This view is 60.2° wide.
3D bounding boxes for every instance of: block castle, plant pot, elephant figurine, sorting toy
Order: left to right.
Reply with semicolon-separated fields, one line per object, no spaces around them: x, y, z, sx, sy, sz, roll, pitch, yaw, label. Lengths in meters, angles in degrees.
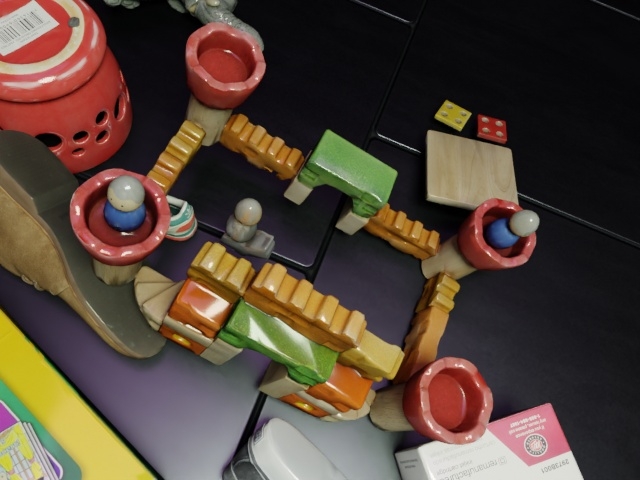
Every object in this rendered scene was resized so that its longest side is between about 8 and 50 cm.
-0.345;-0.203;0.695;0.190;0.174;0.191;4;67;-10;plant pot
-0.199;-0.404;0.840;0.239;0.186;0.169;7;21;-19;elephant figurine
0.000;0.000;0.601;0.453;0.213;0.303;30;62;-9;block castle
0.213;-0.095;0.810;0.132;0.046;0.275;12;53;-5;sorting toy

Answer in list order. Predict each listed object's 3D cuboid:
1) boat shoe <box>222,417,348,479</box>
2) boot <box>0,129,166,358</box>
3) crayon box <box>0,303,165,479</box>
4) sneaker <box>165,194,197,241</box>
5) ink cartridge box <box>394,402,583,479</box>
0.016;0.329;0.564;0.301;0.108;0.102;44;101;10;boat shoe
-0.301;0.024;0.655;0.305;0.115;0.112;52;24;0;boot
-0.391;0.257;0.516;0.313;0.106;0.363;42;65;10;crayon box
-0.236;-0.048;0.697;0.161;0.075;0.057;14;64;-4;sneaker
0.207;0.323;0.599;0.171;0.100;0.237;-12;69;-15;ink cartridge box
